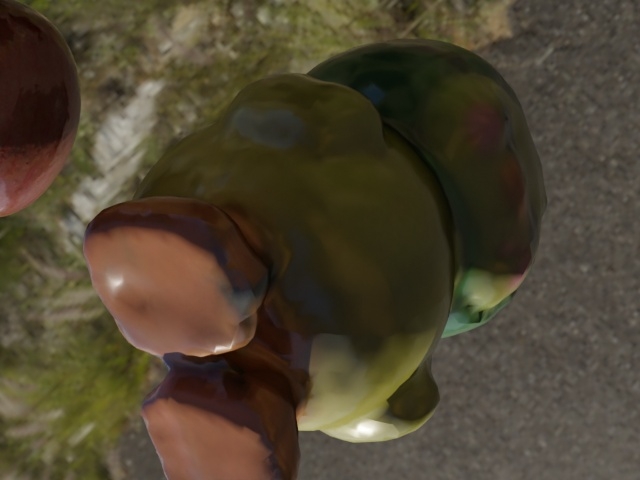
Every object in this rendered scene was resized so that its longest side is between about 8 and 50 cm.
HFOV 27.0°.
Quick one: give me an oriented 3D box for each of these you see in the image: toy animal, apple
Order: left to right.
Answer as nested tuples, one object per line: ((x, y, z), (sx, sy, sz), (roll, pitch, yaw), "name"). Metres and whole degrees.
((-0.210, -0.071, 0.740), (0.153, 0.153, 0.120), (150, 119, -62), "apple")
((-0.001, -0.001, 0.767), (0.191, 0.338, 0.216), (2, 116, 37), "toy animal")
